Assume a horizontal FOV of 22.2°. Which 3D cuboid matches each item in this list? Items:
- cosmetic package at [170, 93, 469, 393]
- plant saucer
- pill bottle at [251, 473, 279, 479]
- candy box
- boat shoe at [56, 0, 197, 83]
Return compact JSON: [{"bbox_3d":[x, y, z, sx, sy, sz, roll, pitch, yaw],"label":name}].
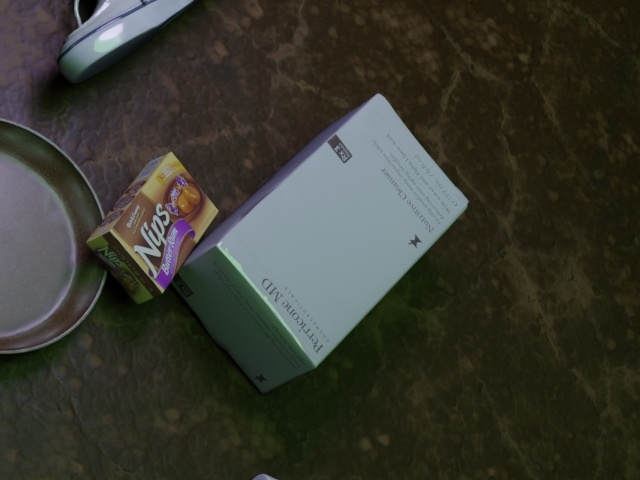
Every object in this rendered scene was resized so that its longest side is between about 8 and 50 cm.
[{"bbox_3d":[0.000,0.000,2.213,0.217,0.156,0.385,49,52,-9],"label":"cosmetic package"},{"bbox_3d":[-0.412,-0.004,2.014,0.311,0.050,0.310,13,64,-28],"label":"plant saucer"},{"bbox_3d":[-0.014,0.372,2.081,0.180,0.108,0.108,29,58,-20],"label":"pill bottle"},{"bbox_3d":[-0.216,-0.018,2.110,0.109,0.053,0.186,53,37,-18],"label":"candy box"},{"bbox_3d":[-0.259,-0.353,2.204,0.156,0.136,0.367,50,50,-6],"label":"boat shoe"}]
